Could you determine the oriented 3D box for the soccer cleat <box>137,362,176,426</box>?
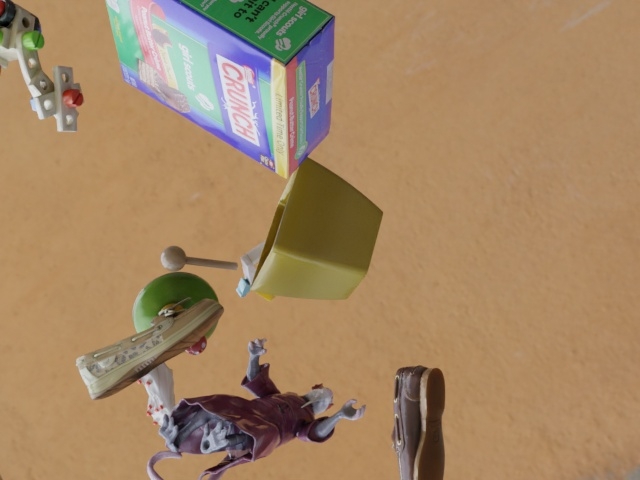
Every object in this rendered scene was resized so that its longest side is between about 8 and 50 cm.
[{"bbox_3d":[-0.313,0.295,1.912,0.068,0.076,0.196,10,130,31],"label":"soccer cleat"}]

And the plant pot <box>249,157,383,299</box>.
[{"bbox_3d":[0.000,0.000,1.847,0.187,0.212,0.212,21,152,-7],"label":"plant pot"}]

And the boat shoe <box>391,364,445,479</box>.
[{"bbox_3d":[0.140,0.287,1.418,0.073,0.073,0.207,18,-107,-50],"label":"boat shoe"}]

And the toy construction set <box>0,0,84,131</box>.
[{"bbox_3d":[-0.532,-0.258,1.528,0.151,0.327,0.215,47,-135,-70],"label":"toy construction set"}]

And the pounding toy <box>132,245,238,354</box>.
[{"bbox_3d":[-0.275,0.144,1.972,0.183,0.237,0.110,17,-165,-25],"label":"pounding toy"}]

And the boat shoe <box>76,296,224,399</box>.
[{"bbox_3d":[-0.305,0.177,1.723,0.089,0.285,0.104,57,180,12],"label":"boat shoe"}]

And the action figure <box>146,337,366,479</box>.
[{"bbox_3d":[-0.096,0.353,1.803,0.248,0.276,0.370,38,-155,31],"label":"action figure"}]

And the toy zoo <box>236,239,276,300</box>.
[{"bbox_3d":[-0.058,0.028,2.081,0.030,0.293,0.192,52,174,28],"label":"toy zoo"}]

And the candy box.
[{"bbox_3d":[-0.140,-0.264,1.350,0.317,0.122,0.268,31,155,15],"label":"candy box"}]

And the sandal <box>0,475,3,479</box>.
[{"bbox_3d":[-0.619,0.380,1.499,0.088,0.240,0.079,-106,1,-68],"label":"sandal"}]
